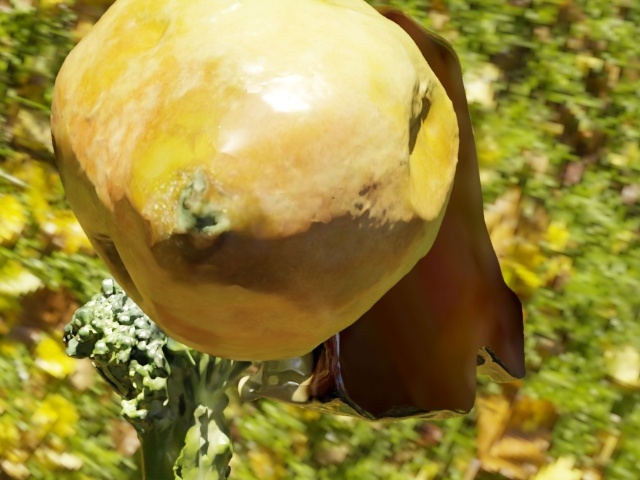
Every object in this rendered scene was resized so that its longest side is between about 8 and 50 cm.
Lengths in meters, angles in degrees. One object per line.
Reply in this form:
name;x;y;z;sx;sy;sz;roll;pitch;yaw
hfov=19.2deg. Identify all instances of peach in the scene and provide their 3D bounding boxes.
peach;-0.038;-0.042;0.973;0.214;0.235;0.214;0;99;3

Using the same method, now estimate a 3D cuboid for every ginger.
ginger;0.000;0.000;1.556;0.413;0.211;0.358;-40;114;-54

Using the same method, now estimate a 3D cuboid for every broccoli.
broccoli;-0.130;0.173;1.621;0.165;0.145;0.304;-14;104;-41
